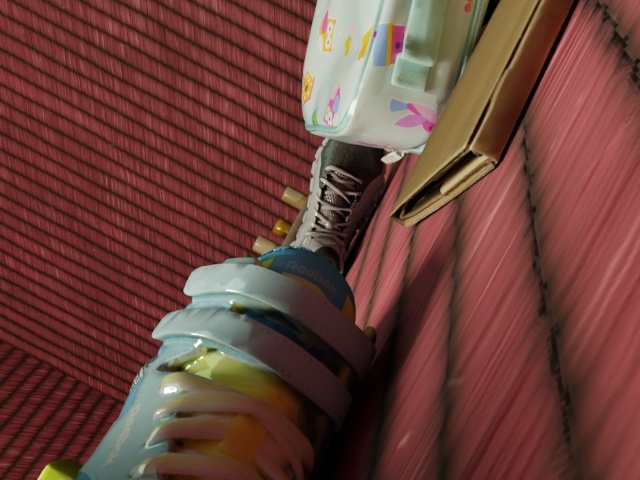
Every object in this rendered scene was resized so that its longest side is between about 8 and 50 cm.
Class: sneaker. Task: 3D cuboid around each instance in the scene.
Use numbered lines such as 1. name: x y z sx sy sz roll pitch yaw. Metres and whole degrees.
1. sneaker: 0.019 -0.022 0.855 0.132 0.086 0.228 -93 21 -76
2. sneaker: -0.044 0.088 0.336 0.208 0.127 0.319 -57 8 -10

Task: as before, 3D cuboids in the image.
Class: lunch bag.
1. lunch bag: 0.071 -0.206 0.666 0.224 0.108 0.279 -146 68 -72

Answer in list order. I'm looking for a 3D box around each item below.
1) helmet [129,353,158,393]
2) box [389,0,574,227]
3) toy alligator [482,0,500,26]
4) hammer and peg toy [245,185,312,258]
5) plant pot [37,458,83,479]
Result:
1. helmet: -0.177 0.222 1.046 0.169 0.162 0.169 -61 2 4
2. box: 0.112 -0.112 0.489 0.201 0.021 0.164 -62 3 -14
3. toy alligator: 0.161 -0.246 0.706 0.189 0.056 0.051 126 131 -61
4. hammer and peg toy: -0.107 0.062 1.765 0.361 0.127 0.266 -59 3 43
5. plant pot: -0.327 0.450 1.071 0.227 0.207 0.228 -63 3 -16
